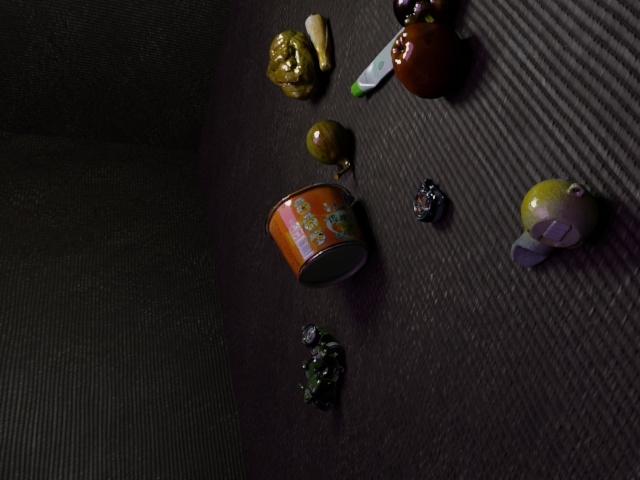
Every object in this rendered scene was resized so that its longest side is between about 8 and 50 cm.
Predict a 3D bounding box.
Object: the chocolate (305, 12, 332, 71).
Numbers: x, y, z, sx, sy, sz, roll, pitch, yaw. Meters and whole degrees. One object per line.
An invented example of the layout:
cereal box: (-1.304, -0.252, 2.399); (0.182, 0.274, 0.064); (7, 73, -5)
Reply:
chocolate: (0.002, -0.700, 1.796); (0.086, 0.086, 0.219); (-43, 54, 57)

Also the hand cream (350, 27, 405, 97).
hand cream: (0.180, -0.502, 1.437); (0.079, 0.050, 0.275); (60, 145, 3)

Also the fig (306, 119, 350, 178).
fig: (0.041, -0.306, 1.630); (0.186, 0.148, 0.142); (36, 113, 16)

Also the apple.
apple: (0.242, -0.411, 1.149); (0.156, 0.159, 0.146); (-55, 42, 43)

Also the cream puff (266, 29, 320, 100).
cream puff: (-0.093, -0.636, 1.832); (0.244, 0.196, 0.243); (179, 90, -72)

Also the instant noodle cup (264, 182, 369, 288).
instant noodle cup: (0.000, 0.000, 1.527); (0.213, 0.297, 0.296); (65, 145, 30)

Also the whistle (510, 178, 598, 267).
whistle: (0.396, -0.029, 0.873); (0.223, 0.123, 0.122); (97, 162, -57)

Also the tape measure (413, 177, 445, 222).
tape measure: (0.260, -0.088, 1.214); (0.094, 0.054, 0.091); (-104, 27, -44)

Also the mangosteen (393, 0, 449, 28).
mangosteen: (0.243, -0.555, 1.190); (0.137, 0.137, 0.151); (124, 143, -49)

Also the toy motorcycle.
toy motorcycle: (-0.012, 0.418, 1.685); (0.205, 0.127, 0.274); (26, 108, 60)
